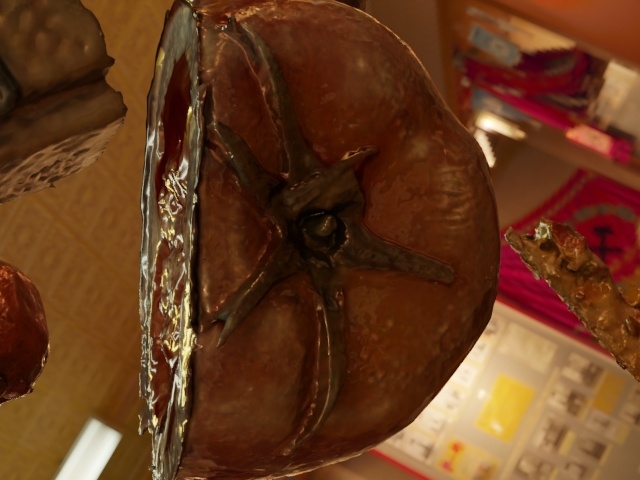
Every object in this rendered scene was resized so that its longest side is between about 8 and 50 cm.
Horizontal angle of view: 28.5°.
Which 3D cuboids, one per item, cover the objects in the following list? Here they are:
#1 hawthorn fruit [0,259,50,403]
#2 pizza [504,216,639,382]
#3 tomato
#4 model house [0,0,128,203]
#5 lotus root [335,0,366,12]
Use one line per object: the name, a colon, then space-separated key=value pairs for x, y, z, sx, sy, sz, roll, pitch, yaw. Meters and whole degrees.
hawthorn fruit: x=-0.405 y=0.112 z=1.511 sx=0.179 sy=0.173 sz=0.173 roll=-63 pitch=-15 yaw=-7
pizza: x=0.314 y=0.084 z=1.324 sx=0.074 sy=0.288 sz=0.251 roll=-42 pitch=-9 yaw=4
tomato: x=0.000 y=0.000 z=0.560 sx=0.181 sy=0.155 sz=0.214 roll=171 pitch=101 yaw=-71
model house: x=-0.338 y=-0.100 z=0.965 sx=0.284 sy=0.243 sz=0.298 roll=-35 pitch=0 yaw=-28
lotus root: x=-0.028 y=-0.177 z=1.025 sx=0.214 sy=0.138 sz=0.138 roll=-36 pitch=-28 yaw=-32
